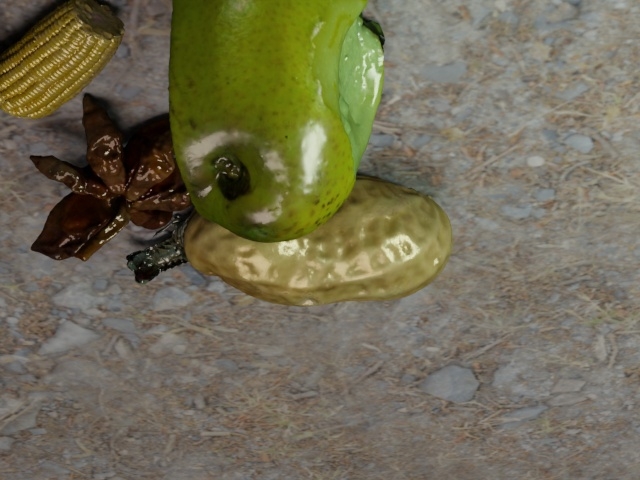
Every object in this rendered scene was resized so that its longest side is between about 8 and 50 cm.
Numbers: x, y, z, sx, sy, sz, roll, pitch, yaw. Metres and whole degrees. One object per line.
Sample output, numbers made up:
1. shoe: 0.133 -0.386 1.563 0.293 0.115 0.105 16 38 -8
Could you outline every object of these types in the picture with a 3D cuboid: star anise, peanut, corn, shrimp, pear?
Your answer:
1. star anise: -0.211 -0.058 1.903 0.196 0.111 0.212 -2 127 -44
2. peanut: 0.000 0.000 1.948 0.305 0.147 0.147 -6 149 -14
3. corn: -0.264 -0.179 1.749 0.085 0.063 0.165 41 131 -15
4. shrimp: -0.149 -0.005 2.041 0.174 0.076 0.082 -22 101 37
5. pear: -0.037 -0.126 1.670 0.159 0.292 0.292 0 149 17
